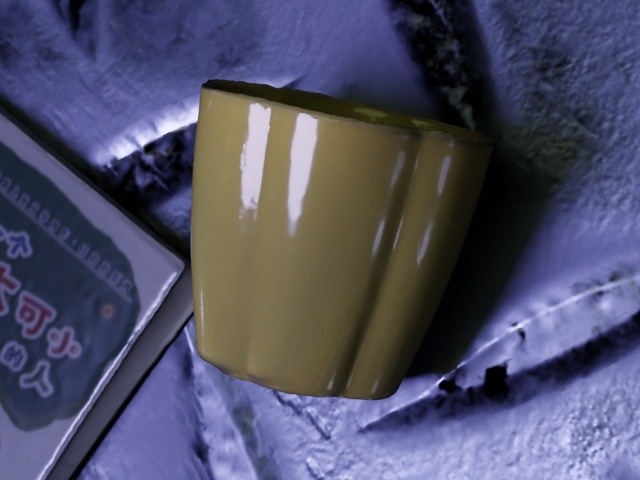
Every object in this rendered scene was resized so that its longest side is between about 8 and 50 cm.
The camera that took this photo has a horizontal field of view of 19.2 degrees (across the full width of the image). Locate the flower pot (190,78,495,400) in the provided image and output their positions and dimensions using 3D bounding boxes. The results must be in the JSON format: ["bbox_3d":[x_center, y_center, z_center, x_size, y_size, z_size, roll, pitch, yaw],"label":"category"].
[{"bbox_3d":[0.000,0.000,1.200,0.195,0.195,0.179,16,98,29],"label":"flower pot"}]

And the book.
[{"bbox_3d":[-0.273,0.106,1.388,0.260,0.043,0.371,37,96,30],"label":"book"}]
